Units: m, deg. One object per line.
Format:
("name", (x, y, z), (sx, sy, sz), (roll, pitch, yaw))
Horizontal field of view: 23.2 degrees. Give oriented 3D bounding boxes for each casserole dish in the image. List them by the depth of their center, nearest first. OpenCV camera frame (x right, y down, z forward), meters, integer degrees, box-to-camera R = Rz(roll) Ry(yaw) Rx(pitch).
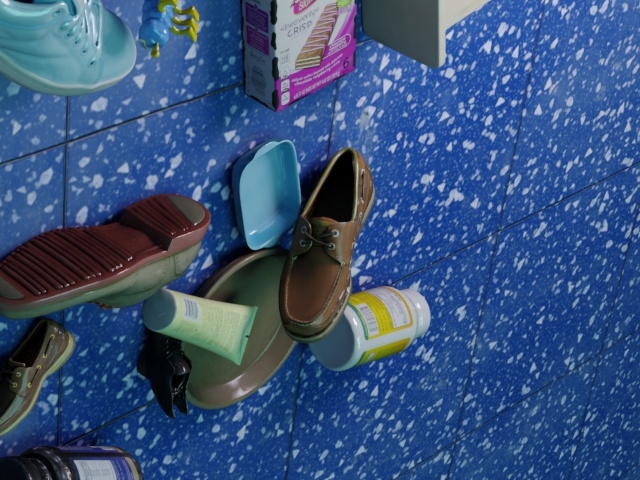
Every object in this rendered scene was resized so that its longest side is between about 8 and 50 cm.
("casserole dish", (-0.083, -0.072, 2.272), (0.114, 0.037, 0.188), (-36, 140, -29))

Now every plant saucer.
("plant saucer", (-0.123, 0.129, 2.378), (0.278, 0.041, 0.278), (-33, 139, -34))

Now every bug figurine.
("bug figurine", (-0.213, -0.354, 1.777), (0.279, 0.072, 0.216), (63, 27, -51))

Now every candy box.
("candy box", (-0.027, -0.311, 2.119), (0.159, 0.071, 0.233), (-32, 138, -32))

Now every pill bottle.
("pill bottle", (-0.359, 0.347, 2.178), (0.219, 0.123, 0.122), (11, 107, -54))
("pill bottle", (0.085, 0.139, 2.581), (0.208, 0.117, 0.117), (-14, 127, -46))

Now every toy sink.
("toy sink", (0.154, -0.390, 2.217), (0.131, 0.153, 0.234), (-35, 139, -31))

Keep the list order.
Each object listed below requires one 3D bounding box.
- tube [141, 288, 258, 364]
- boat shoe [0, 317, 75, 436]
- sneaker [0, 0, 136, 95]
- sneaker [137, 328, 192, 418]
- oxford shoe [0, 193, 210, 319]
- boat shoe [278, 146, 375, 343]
("tube", (-0.165, 0.120, 2.235), (0.070, 0.062, 0.240), (-37, 153, 18))
("boat shoe", (-0.397, 0.177, 2.052), (0.178, 0.064, 0.060), (-54, 142, -17))
("sneaker", (-0.300, -0.253, 1.714), (0.366, 0.150, 0.135), (15, 69, -55))
("sneaker", (-0.214, 0.165, 2.245), (0.051, 0.089, 0.170), (-14, 127, -46))
("oxford shoe", (-0.285, 0.051, 2.041), (0.348, 0.123, 0.130), (-21, 137, -41))
("boat shoe", (0.000, 0.000, 2.309), (0.104, 0.111, 0.307), (77, 23, -56))
